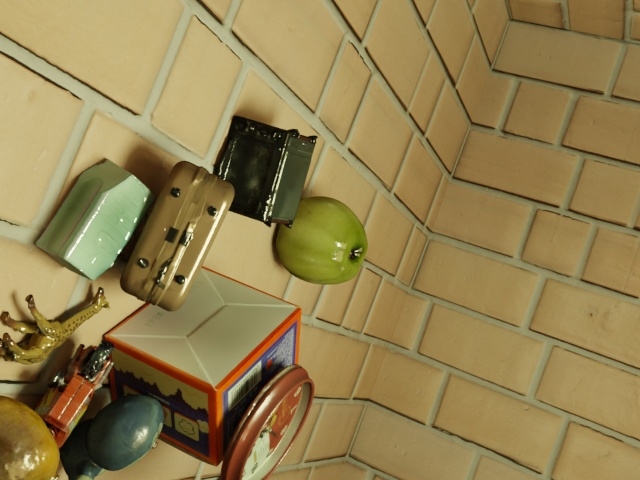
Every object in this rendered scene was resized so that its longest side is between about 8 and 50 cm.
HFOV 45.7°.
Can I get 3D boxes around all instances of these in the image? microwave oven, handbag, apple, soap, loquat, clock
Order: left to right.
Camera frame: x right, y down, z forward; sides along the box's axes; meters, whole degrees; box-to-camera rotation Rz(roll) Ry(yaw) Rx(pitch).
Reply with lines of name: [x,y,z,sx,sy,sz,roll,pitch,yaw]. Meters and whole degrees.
loquat: [-0.569,0.367,1.300,0.193,0.238,0.238,-42,144,-54]
soap: [-0.428,-0.046,1.480,0.230,0.091,0.145,-62,156,-17]
handbag: [-0.309,-0.011,1.636,0.302,0.149,0.283,-67,-166,-4]
microwave oven: [-0.141,-0.172,1.898,0.188,0.178,0.247,3,104,-68]
clock: [-0.123,0.424,1.720,0.318,0.080,0.318,-50,157,-30]
apple: [0.000,0.000,2.260,0.279,0.279,0.279,-46,146,-44]

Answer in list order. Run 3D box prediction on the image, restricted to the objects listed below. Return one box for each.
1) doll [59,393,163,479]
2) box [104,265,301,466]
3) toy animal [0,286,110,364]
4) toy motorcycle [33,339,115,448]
doll: [-0.441,0.426,1.625,0.154,0.258,0.228,56,26,-16]
box: [-0.265,0.286,1.794,0.348,0.318,0.257,-42,143,-49]
toy animal: [-0.520,0.167,1.483,0.275,0.054,0.149,1,104,-63]
toy motorcycle: [-0.515,0.328,1.519,0.298,0.089,0.171,-60,-171,-28]
